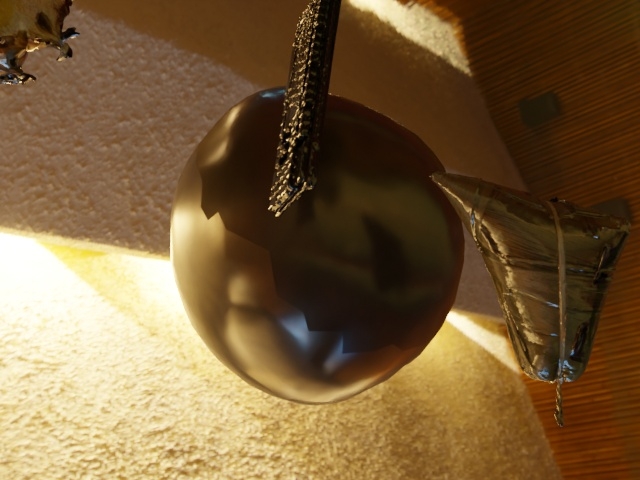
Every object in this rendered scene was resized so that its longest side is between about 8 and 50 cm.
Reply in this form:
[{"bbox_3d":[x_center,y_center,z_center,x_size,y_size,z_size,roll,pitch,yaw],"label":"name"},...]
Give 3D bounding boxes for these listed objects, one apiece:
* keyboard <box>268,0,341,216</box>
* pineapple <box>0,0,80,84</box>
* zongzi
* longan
[{"bbox_3d":[-0.015,-0.132,0.657,0.023,0.072,0.231,20,-120,-23],"label":"keyboard"},{"bbox_3d":[-0.425,-0.258,0.678,0.352,0.300,0.352,50,-152,-40],"label":"pineapple"},{"bbox_3d":[0.158,0.046,0.649,0.081,0.178,0.188,-94,19,-84],"label":"zongzi"},{"bbox_3d":[0.000,0.000,0.882,0.404,0.337,0.404,-12,-90,-75],"label":"longan"}]
